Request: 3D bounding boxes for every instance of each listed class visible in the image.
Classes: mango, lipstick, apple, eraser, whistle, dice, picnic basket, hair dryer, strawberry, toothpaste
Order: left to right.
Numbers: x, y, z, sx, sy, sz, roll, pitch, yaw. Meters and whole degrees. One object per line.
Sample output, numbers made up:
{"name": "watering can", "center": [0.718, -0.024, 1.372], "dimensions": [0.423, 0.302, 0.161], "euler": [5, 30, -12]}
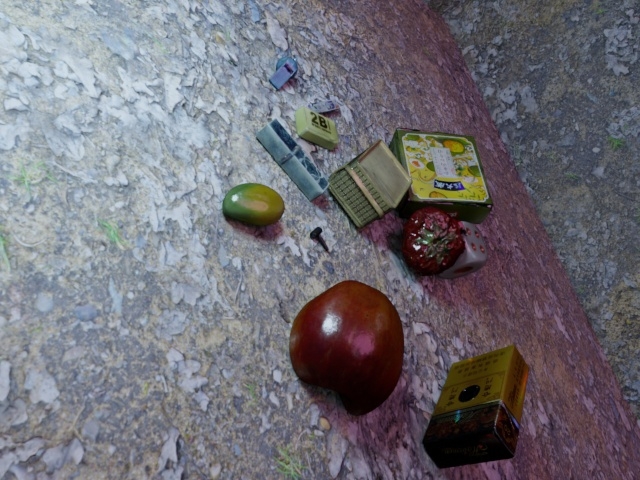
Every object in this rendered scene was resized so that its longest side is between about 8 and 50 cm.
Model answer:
{"name": "mango", "center": [-0.189, -0.101, 1.378], "dimensions": [0.194, 0.091, 0.130], "euler": [-12, 76, -41]}
{"name": "whistle", "center": [-0.138, -0.630, 1.811], "dimensions": [0.090, 0.090, 0.158], "euler": [44, 79, -18]}
{"name": "lipstick", "center": [-0.088, -0.264, 1.605], "dimensions": [0.290, 0.076, 0.077], "euler": [50, 36, -14]}
{"name": "eraser", "center": [-0.012, -0.419, 1.807], "dimensions": [0.172, 0.058, 0.117], "euler": [15, 55, -42]}
{"name": "hair dryer", "center": [0.000, 0.000, 1.567], "dimensions": [0.083, 0.026, 0.047], "euler": [59, 39, -11]}
{"name": "toothpaste", "center": [0.009, -0.524, 1.918], "dimensions": [0.196, 0.040, 0.047], "euler": [-33, 95, -52]}
{"name": "apple", "center": [0.090, 0.293, 1.389], "dimensions": [0.365, 0.294, 0.329], "euler": [-62, 151, -47]}
{"name": "picnic basket", "center": [0.177, -0.207, 1.784], "dimensions": [0.228, 0.175, 0.313], "euler": [52, 34, -7]}
{"name": "strawberry", "center": [0.420, -0.001, 1.875], "dimensions": [0.273, 0.220, 0.275], "euler": [0, 90, -18]}
{"name": "dice", "center": [0.565, 0.041, 2.020], "dimensions": [0.193, 0.194, 0.192], "euler": [9, 60, -43]}

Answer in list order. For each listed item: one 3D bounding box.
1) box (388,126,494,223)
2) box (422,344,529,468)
{"name": "box", "center": [0.505, -0.282, 2.083], "dimensions": [0.372, 0.138, 0.421], "euler": [4, 57, -9]}
{"name": "box", "center": [0.514, 0.531, 1.571], "dimensions": [0.116, 0.264, 0.415], "euler": [56, 38, -6]}
